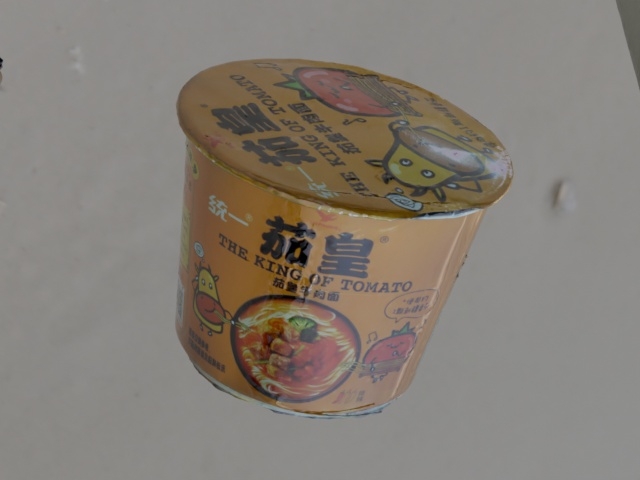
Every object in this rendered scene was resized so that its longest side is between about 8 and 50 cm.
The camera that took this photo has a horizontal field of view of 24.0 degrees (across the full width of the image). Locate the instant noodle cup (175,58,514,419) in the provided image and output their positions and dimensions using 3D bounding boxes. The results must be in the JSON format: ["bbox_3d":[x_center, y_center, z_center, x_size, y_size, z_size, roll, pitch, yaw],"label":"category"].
[{"bbox_3d":[0.000,0.000,0.974,0.216,0.216,0.172,-13,128,-40],"label":"instant noodle cup"}]

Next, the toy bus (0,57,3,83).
[{"bbox_3d":[-0.239,-0.067,0.795,0.114,0.201,0.098,42,103,-15],"label":"toy bus"}]

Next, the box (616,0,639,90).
[{"bbox_3d":[0.223,-0.183,0.642,0.177,0.343,0.352,-6,140,0],"label":"box"}]
